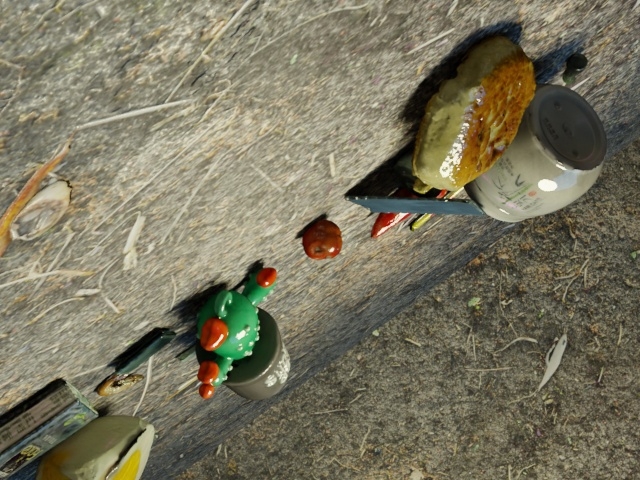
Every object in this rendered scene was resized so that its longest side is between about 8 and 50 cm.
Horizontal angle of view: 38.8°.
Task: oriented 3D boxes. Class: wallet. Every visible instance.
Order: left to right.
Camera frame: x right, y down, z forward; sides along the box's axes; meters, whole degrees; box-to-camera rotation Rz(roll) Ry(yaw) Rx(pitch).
[{"bbox_3d":[-0.354,0.223,1.833,0.129,0.026,0.088,-39,170,3],"label":"wallet"}]

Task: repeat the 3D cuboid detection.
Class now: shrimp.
[{"bbox_3d":[-0.415,0.296,1.928,0.091,0.025,0.127,-47,161,30],"label":"shrimp"}]

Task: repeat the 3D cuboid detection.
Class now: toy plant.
[{"bbox_3d":[-0.171,0.204,1.926,0.279,0.185,0.400,-41,153,-10],"label":"toy plant"}]

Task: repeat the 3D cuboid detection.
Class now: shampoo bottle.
[{"bbox_3d":[0.458,-0.187,1.980,0.273,0.273,0.266,-27,171,-35],"label":"shampoo bottle"}]

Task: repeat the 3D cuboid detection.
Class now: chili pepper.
[{"bbox_3d":[0.218,-0.098,2.103,0.272,0.071,0.063,-35,162,1],"label":"chili pepper"}]

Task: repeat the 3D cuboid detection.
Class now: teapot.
[{"bbox_3d":[0.221,-0.145,1.889,0.108,0.111,0.149,-49,164,-14],"label":"teapot"},{"bbox_3d":[0.589,-0.395,2.113,0.043,0.042,0.110,-36,169,-4],"label":"teapot"}]

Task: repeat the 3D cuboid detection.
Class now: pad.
[{"bbox_3d":[0.207,-0.072,1.930,0.269,0.012,0.270,2,177,15],"label":"pad"}]

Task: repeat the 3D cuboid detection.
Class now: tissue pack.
[{"bbox_3d":[-0.549,0.363,1.716,0.236,0.073,0.173,-34,165,-14],"label":"tissue pack"}]

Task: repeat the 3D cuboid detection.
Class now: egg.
[{"bbox_3d":[-0.520,0.518,2.030,0.337,0.201,0.337,-62,175,-10],"label":"egg"}]

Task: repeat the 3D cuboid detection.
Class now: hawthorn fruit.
[{"bbox_3d":[0.000,0.000,1.888,0.093,0.093,0.093,-35,166,-10],"label":"hawthorn fruit"}]

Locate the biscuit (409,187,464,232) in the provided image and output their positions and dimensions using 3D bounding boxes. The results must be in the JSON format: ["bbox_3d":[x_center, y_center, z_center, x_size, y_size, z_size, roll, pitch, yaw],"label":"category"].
[{"bbox_3d":[0.350,-0.121,2.458,0.292,0.026,0.048,-41,-175,19],"label":"biscuit"}]

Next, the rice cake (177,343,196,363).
[{"bbox_3d":[-0.278,0.243,2.107,0.121,0.021,0.022,-37,162,-10],"label":"rice cake"}]

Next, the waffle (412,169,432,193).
[{"bbox_3d":[0.259,-0.169,1.805,0.192,0.160,0.046,3,-177,-38],"label":"waffle"}]

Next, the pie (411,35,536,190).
[{"bbox_3d":[0.294,-0.224,1.673,0.315,0.092,0.315,-37,149,-27],"label":"pie"}]
